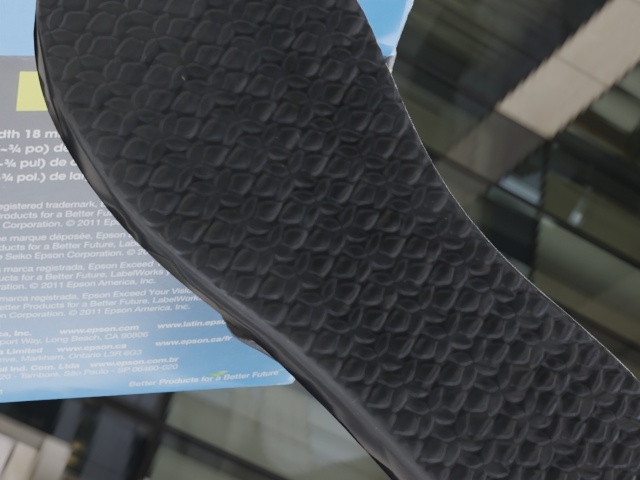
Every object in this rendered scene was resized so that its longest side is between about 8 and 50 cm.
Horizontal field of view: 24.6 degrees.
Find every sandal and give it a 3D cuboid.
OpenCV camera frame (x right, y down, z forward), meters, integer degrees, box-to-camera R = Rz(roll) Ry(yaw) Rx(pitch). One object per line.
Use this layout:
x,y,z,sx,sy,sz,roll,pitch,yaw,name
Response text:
0.000,0.001,0.446,0.097,0.254,0.054,-37,-178,-20,sandal

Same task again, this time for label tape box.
-0.105,-0.055,0.794,0.333,0.241,0.106,108,-27,-43,label tape box
